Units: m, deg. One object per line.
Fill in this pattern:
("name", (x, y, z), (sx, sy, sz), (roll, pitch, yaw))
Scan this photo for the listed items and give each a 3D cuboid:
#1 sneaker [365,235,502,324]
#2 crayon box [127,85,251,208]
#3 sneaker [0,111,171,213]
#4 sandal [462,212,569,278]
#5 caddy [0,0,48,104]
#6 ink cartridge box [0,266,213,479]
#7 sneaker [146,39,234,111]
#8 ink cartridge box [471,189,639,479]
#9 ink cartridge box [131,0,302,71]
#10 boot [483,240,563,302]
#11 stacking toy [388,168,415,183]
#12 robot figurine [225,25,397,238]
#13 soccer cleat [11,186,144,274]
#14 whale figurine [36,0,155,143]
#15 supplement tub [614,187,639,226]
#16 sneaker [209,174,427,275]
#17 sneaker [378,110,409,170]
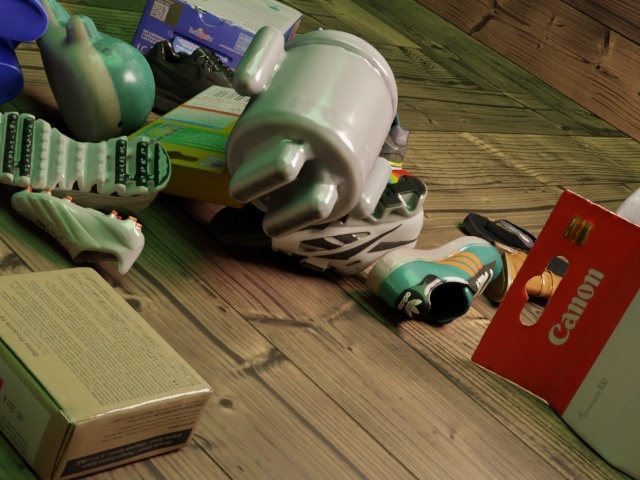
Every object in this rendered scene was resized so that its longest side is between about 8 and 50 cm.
("sneaker", (0.205, 0.074, 1.816), (0.302, 0.108, 0.121), (-8, 45, -47))
("crayon box", (-0.160, -0.142, 1.793), (0.203, 0.083, 0.323), (13, 28, 22))
("sneaker", (-0.357, -0.094, 1.586), (0.292, 0.118, 0.110), (12, 62, -14))
("sandal", (0.392, 0.008, 2.202), (0.254, 0.054, 0.097), (28, 23, 5))
("caddy", (-0.573, -0.335, 1.708), (0.341, 0.241, 0.179), (5, 36, -41))
("ink cartridge box", (-0.261, 0.132, 1.211), (0.234, 0.088, 0.193), (41, 28, 30))
("sneaker", (-0.192, -0.271, 2.057), (0.286, 0.130, 0.109), (19, 20, 8))
("ink cartridge box", (0.437, 0.153, 1.608), (0.385, 0.308, 0.091), (29, 22, 8))
("ink cartridge box", (-0.215, -0.428, 2.389), (0.270, 0.151, 0.395), (25, 21, -1))
("boot", (0.365, 0.074, 2.016), (0.152, 0.073, 0.197), (27, 25, -8))
("stacking toy", (0.084, -0.081, 1.981), (0.141, 0.141, 0.330), (33, 17, 18))
("robot figurine", (-0.007, -0.162, 1.644), (0.300, 0.199, 0.353), (50, 41, -27))
("soccer cleat", (-0.323, -0.014, 1.501), (0.196, 0.076, 0.068), (17, -14, 15))
("whale figurine", (-0.358, -0.275, 1.826), (0.141, 0.216, 0.272), (-22, 56, -25))
("supplement tub", (0.746, 0.046, 2.294), (0.207, 0.207, 0.338), (2, 32, -44))
("sneaker", (0.000, 0.000, 1.750), (0.330, 0.146, 0.122), (-6, 34, -9))
("sneaker", (0.098, -0.235, 2.334), (0.111, 0.121, 0.300), (8, 28, -36))
